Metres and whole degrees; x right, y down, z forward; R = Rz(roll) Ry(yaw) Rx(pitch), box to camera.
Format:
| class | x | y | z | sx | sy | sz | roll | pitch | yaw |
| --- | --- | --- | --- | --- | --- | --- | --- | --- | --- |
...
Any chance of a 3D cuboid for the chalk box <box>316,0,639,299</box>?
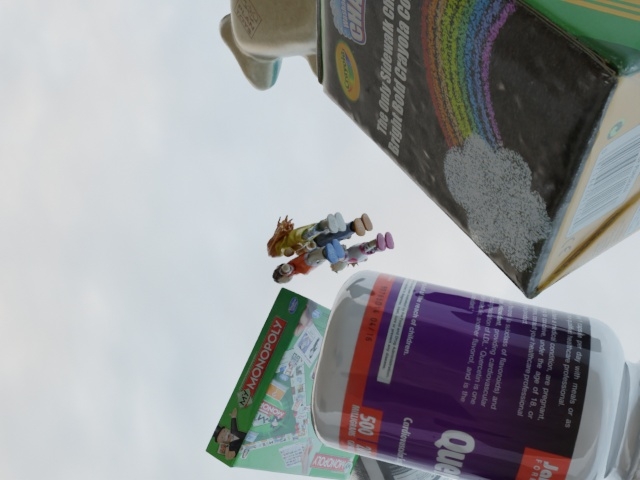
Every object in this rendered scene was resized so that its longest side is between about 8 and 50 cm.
| class | x | y | z | sx | sy | sz | roll | pitch | yaw |
| --- | --- | --- | --- | --- | --- | --- | --- | --- | --- |
| chalk box | 0.113 | -0.147 | 0.499 | 0.289 | 0.179 | 0.180 | 51 | -23 | 30 |

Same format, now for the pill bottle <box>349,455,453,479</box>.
| class | x | y | z | sx | sy | sz | roll | pitch | yaw |
| --- | --- | --- | --- | --- | --- | --- | --- | --- | --- |
| pill bottle | 0.115 | 0.320 | 1.386 | 0.204 | 0.204 | 0.361 | 30 | -28 | 40 |

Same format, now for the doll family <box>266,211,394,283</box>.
| class | x | y | z | sx | sy | sz | roll | pitch | yaw |
| --- | --- | --- | --- | --- | --- | --- | --- | --- | --- |
| doll family | 0.000 | 0.000 | 1.442 | 0.163 | 0.263 | 0.118 | -24 | -99 | 35 |

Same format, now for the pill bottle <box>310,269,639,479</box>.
| class | x | y | z | sx | sy | sz | roll | pitch | yaw |
| --- | --- | --- | --- | --- | --- | --- | --- | --- | --- |
| pill bottle | 0.163 | 0.145 | 0.780 | 0.323 | 0.181 | 0.181 | 12 | -71 | 11 |

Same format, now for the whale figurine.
| class | x | y | z | sx | sy | sz | roll | pitch | yaw |
| --- | --- | --- | --- | --- | --- | --- | --- | --- | --- |
| whale figurine | -0.021 | -0.273 | 0.886 | 0.216 | 0.141 | 0.272 | 57 | -30 | 4 |

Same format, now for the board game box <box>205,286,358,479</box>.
| class | x | y | z | sx | sy | sz | roll | pitch | yaw |
| --- | --- | --- | --- | --- | --- | --- | --- | --- | --- |
| board game box | -0.003 | 0.202 | 1.064 | 0.046 | 0.317 | 0.213 | 22 | -97 | 32 |
